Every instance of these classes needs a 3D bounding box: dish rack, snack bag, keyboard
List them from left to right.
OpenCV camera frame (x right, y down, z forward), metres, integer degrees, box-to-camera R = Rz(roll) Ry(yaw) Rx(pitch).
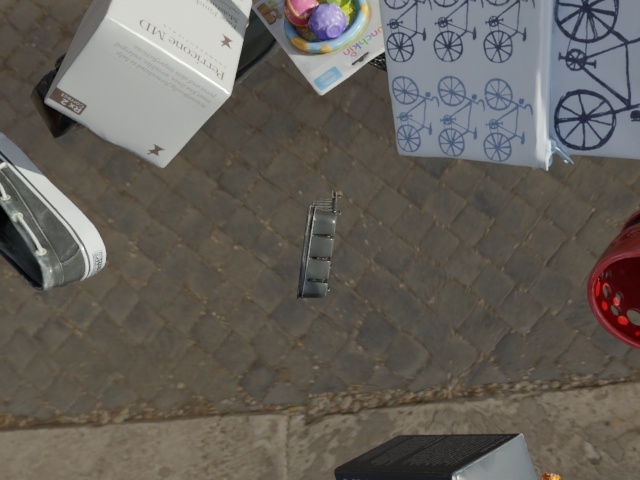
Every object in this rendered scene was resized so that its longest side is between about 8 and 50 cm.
[{"bbox_3d":[0.000,0.000,1.776,0.074,0.271,0.208,9,108,0],"label":"dish rack"},{"bbox_3d":[0.140,-0.433,1.851,0.192,0.100,0.038,32,128,-12],"label":"keyboard"},{"bbox_3d":[0.210,-0.211,0.727,0.342,0.037,0.323,10,125,29],"label":"snack bag"}]

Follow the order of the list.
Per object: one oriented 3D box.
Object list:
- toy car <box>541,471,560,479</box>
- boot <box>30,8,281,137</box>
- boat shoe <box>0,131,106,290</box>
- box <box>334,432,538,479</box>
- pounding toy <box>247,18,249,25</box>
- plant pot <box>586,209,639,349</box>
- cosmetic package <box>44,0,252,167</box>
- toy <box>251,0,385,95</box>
[{"bbox_3d":[0.509,0.520,1.640,0.060,0.040,0.122,-40,37,-26],"label":"toy car"},{"bbox_3d":[-0.282,-0.366,1.484,0.146,0.445,0.367,54,130,12],"label":"boot"},{"bbox_3d":[-0.404,-0.041,0.977,0.306,0.105,0.113,41,131,18],"label":"boat shoe"},{"bbox_3d":[0.255,0.574,1.627,0.212,0.395,0.293,-17,88,-36],"label":"box"},{"bbox_3d":[-0.187,-0.403,1.197,0.181,0.094,0.206,-39,108,-6],"label":"pounding toy"},{"bbox_3d":[0.527,0.052,1.202,0.191,0.191,0.174,35,46,14],"label":"plant pot"},{"bbox_3d":[-0.188,-0.215,0.885,0.151,0.151,0.183,-38,35,38],"label":"cosmetic package"},{"bbox_3d":[-0.009,-0.310,1.016,0.137,0.056,0.237,-35,57,1],"label":"toy"}]
